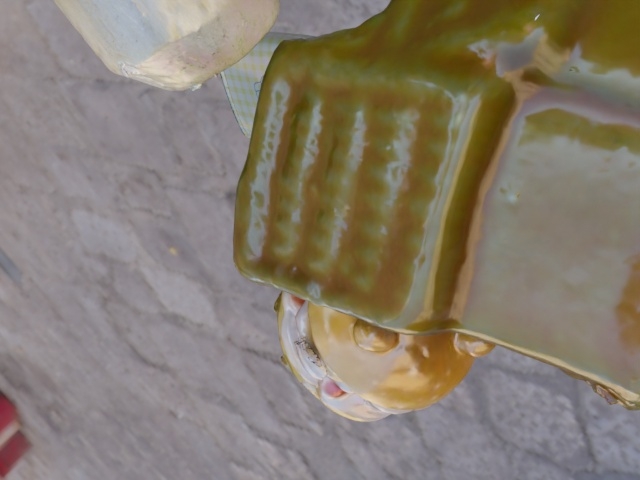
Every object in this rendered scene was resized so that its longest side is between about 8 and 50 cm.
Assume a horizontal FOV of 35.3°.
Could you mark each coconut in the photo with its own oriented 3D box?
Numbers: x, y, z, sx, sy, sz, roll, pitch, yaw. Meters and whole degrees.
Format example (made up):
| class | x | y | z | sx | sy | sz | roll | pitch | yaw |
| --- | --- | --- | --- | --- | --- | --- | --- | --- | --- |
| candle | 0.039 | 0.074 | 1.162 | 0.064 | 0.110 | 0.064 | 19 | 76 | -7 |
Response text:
| class | x | y | z | sx | sy | sz | roll | pitch | yaw |
| --- | --- | --- | --- | --- | --- | --- | --- | --- | --- |
| coconut | -0.235 | -0.402 | 1.425 | 0.352 | 0.352 | 0.352 | 33 | 149 | 23 |

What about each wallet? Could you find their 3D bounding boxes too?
| class | x | y | z | sx | sy | sz | roll | pitch | yaw |
| --- | --- | --- | --- | --- | --- | --- | --- | --- | --- |
| wallet | -0.049 | -0.255 | 1.715 | 0.309 | 0.077 | 0.223 | 18 | 131 | 46 |

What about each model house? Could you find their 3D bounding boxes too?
| class | x | y | z | sx | sy | sz | roll | pitch | yaw |
| --- | --- | --- | --- | --- | --- | --- | --- | --- | --- |
| model house | 0.085 | -0.046 | 0.494 | 0.239 | 0.173 | 0.268 | 17 | 107 | 10 |

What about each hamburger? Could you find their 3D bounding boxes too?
| class | x | y | z | sx | sy | sz | roll | pitch | yaw |
| --- | --- | --- | --- | --- | --- | --- | --- | --- | --- |
| hamburger | 0.090 | 0.103 | 1.335 | 0.276 | 0.276 | 0.237 | 49 | 156 | -6 |
